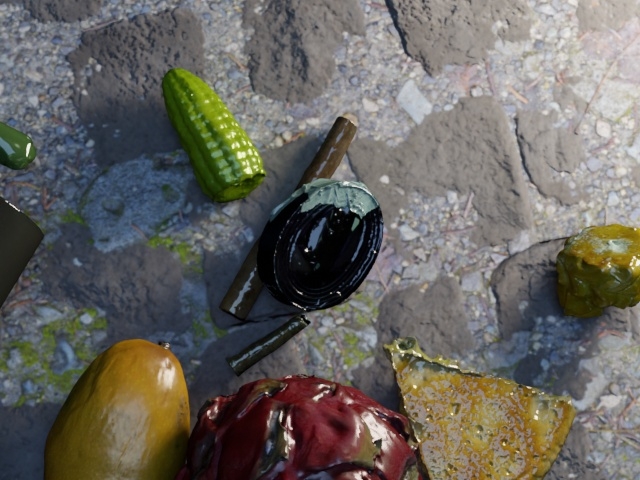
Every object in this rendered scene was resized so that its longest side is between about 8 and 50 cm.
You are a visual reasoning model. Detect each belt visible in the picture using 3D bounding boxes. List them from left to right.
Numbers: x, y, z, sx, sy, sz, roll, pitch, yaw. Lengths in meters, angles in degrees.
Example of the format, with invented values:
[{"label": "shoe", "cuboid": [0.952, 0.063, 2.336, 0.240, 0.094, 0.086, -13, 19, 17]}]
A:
[{"label": "belt", "cuboid": [0.000, 0.000, 1.556, 0.151, 0.078, 0.198, 42, 77, -22]}]

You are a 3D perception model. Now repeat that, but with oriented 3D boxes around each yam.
[{"label": "yam", "cuboid": [-0.072, 0.141, 1.573, 0.129, 0.027, 0.033, -36, 86, -10]}, {"label": "yam", "cuboid": [-0.043, -0.034, 1.597, 0.045, 0.045, 0.327, 24, 77, 31]}]

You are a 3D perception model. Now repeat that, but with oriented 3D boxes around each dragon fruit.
[{"label": "dragon fruit", "cuboid": [-0.027, 0.320, 1.410, 0.329, 0.329, 0.329, 1, 80, -4]}]

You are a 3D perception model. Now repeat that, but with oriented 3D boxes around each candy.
[{"label": "candy", "cuboid": [-0.160, -0.154, 1.585, 0.096, 0.097, 0.209, -30, 81, -9]}]

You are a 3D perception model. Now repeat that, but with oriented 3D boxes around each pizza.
[{"label": "pizza", "cuboid": [0.198, 0.240, 1.557, 0.280, 0.075, 0.288, -39, 83, -13]}]

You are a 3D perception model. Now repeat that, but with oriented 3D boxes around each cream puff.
[{"label": "cream puff", "cuboid": [0.404, 0.051, 1.584, 0.146, 0.146, 0.116, -11, 120, -6]}]

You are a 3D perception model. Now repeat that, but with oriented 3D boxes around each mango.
[{"label": "mango", "cuboid": [-0.275, 0.301, 1.475, 0.187, 0.144, 0.359, 14, 85, 10]}]

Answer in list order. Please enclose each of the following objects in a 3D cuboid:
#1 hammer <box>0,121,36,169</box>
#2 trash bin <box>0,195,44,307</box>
[{"label": "hammer", "cuboid": [-0.545, -0.198, 1.561, 0.335, 0.119, 0.206, 31, 80, -5]}, {"label": "trash bin", "cuboid": [-0.522, 0.083, 1.458, 0.214, 0.214, 0.334, 33, 75, 2]}]
